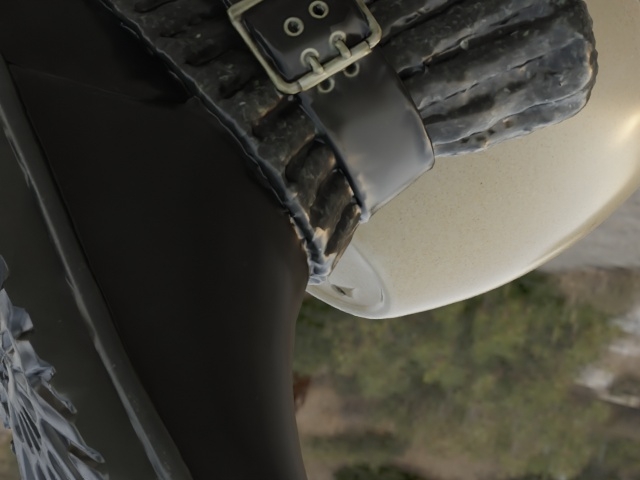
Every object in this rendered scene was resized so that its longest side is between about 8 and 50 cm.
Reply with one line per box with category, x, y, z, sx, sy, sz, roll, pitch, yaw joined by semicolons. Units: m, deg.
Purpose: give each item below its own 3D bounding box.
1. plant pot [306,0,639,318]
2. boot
plant pot;0.044;-0.065;0.859;0.284;0.191;0.284;34;161;14
boot;0.001;-0.002;0.540;0.260;0.348;0.131;-20;169;-22
